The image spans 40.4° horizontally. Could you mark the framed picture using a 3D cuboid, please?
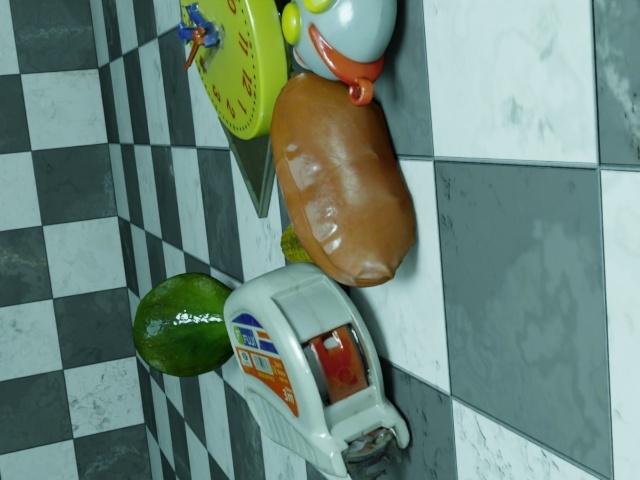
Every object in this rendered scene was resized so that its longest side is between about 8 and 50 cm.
[{"bbox_3d":[-0.124,-0.189,1.418,0.189,0.023,0.260,104,150,-46],"label":"framed picture"}]

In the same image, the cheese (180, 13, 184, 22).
[{"bbox_3d":[-0.154,-0.342,1.390,0.085,0.034,0.400,-60,34,12],"label":"cheese"}]

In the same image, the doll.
[{"bbox_3d":[0.004,-0.293,0.921,0.200,0.105,0.336,-32,66,52],"label":"doll"}]

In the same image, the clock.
[{"bbox_3d":[-0.127,-0.264,1.093,0.293,0.071,0.277,53,153,38],"label":"clock"}]

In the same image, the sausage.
[{"bbox_3d":[0.018,-0.068,0.956,0.133,0.133,0.258,127,130,-62],"label":"sausage"}]

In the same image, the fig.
[{"bbox_3d":[-0.209,0.163,1.592,0.235,0.203,0.203,7,106,43],"label":"fig"}]

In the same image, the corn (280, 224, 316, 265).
[{"bbox_3d":[0.000,0.000,1.109,0.207,0.068,0.068,165,96,-68],"label":"corn"}]

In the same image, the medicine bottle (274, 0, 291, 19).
[{"bbox_3d":[-0.070,-0.334,1.126,0.132,0.088,0.188,70,157,14],"label":"medicine bottle"}]

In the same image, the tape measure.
[{"bbox_3d":[-0.014,0.159,1.100,0.258,0.130,0.265,-1,107,67],"label":"tape measure"}]
